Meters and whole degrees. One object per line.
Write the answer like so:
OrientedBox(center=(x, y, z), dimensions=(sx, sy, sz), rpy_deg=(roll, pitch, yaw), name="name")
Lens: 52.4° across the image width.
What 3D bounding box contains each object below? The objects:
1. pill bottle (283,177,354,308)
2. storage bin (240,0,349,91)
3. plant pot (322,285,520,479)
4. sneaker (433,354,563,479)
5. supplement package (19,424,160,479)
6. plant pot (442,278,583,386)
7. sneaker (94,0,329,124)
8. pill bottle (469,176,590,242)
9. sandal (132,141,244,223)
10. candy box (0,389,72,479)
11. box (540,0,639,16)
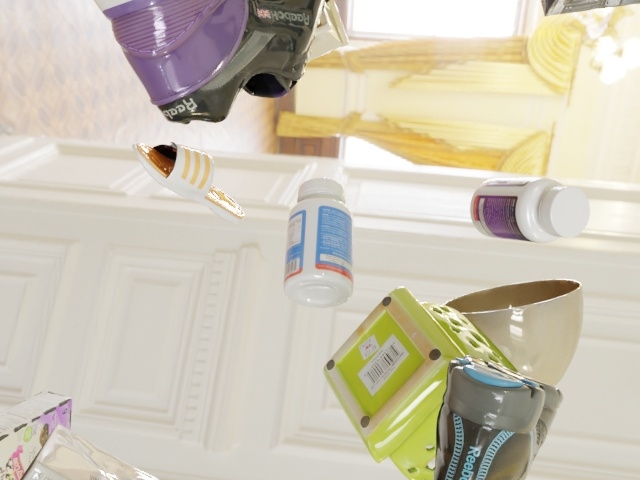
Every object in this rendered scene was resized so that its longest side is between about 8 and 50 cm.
OrientedBox(center=(0.000, 0.000, 1.180), dimensions=(0.124, 0.124, 0.221), rpy_deg=(86, 6, -58), name="pill bottle")
OrientedBox(center=(-0.126, -0.374, 0.991), dimensions=(0.260, 0.262, 0.123), rpy_deg=(71, 18, 4), name="storage bin")
OrientedBox(center=(0.151, 0.220, 0.995), dimensions=(0.228, 0.207, 0.227), rpy_deg=(-49, -142, 10), name="plant pot")
OrientedBox(center=(0.190, 0.211, 0.739), dimensions=(0.341, 0.125, 0.139), rpy_deg=(24, 83, -62), name="sneaker")
OrientedBox(center=(-0.355, 0.424, 0.830), dimensions=(0.293, 0.177, 0.175), rpy_deg=(-58, -168, -8), name="supplement package")
OrientedBox(center=(0.407, 0.204, 1.339), dimensions=(0.284, 0.284, 0.191), rpy_deg=(-32, 110, -82), name="plant pot")
OrientedBox(center=(-0.047, -0.182, 0.518), dimensions=(0.283, 0.107, 0.124), rpy_deg=(-44, 123, -40), name="sneaker")
OrientedBox(center=(0.348, -0.051, 1.088), dimensions=(0.193, 0.108, 0.108), rpy_deg=(-168, -97, -67), name="pill bottle")
OrientedBox(center=(-0.207, -0.115, 1.115), dimensions=(0.265, 0.076, 0.102), rpy_deg=(31, 17, -51), name="sandal")
OrientedBox(center=(-0.535, 0.383, 1.158), dimensions=(0.196, 0.070, 0.165), rpy_deg=(-27, 125, -72), name="candy box")
OrientedBox(center=(0.317, -0.331, 0.543), dimensions=(0.076, 0.307, 0.242), rpy_deg=(106, -25, -79), name="box")
